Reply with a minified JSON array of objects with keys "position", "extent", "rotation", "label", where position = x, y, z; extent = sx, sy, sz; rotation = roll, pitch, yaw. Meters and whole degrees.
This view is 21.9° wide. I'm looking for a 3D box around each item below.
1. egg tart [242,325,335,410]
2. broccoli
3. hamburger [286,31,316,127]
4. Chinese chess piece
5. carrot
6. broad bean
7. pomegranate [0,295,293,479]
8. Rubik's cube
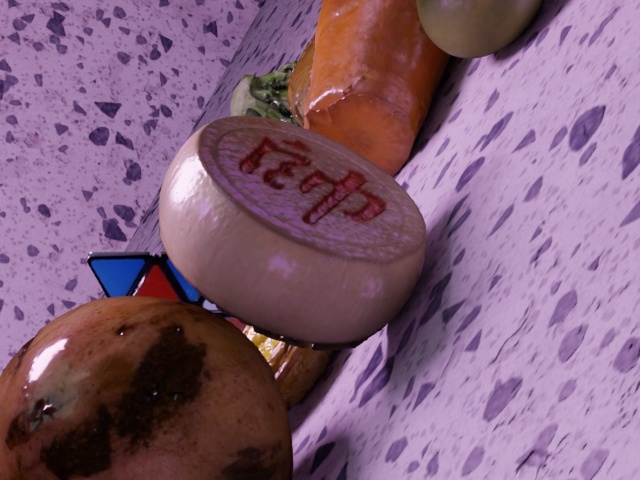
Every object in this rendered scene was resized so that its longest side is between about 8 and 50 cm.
[{"position":[-0.039,0.122,1.797],"extent":[0.191,0.074,0.191],"rotation":[-52,13,18],"label":"egg tart"},{"position":[-0.058,-0.187,2.532],"extent":[0.195,0.156,0.195],"rotation":[-16,69,48],"label":"broccoli"},{"position":[0.062,-0.264,2.285],"extent":[0.309,0.132,0.211],"rotation":[-55,9,0],"label":"hamburger"},{"position":[-0.028,-0.012,1.629],"extent":[0.270,0.270,0.112],"rotation":[-80,15,-62],"label":"Chinese chess piece"},{"position":[0.064,-0.222,2.025],"extent":[0.196,0.196,0.254],"rotation":[-44,19,46],"label":"carrot"},{"position":[0.181,-0.327,1.880],"extent":[0.291,0.119,0.238],"rotation":[-135,59,-68],"label":"broad bean"},{"position":[-0.176,0.204,1.589],"extent":[0.322,0.322,0.322],"rotation":[-53,12,17],"label":"pomegranate"},{"position":[-0.222,0.084,2.251],"extent":[0.284,0.234,0.250],"rotation":[-60,11,-11],"label":"Rubik's cube"}]
